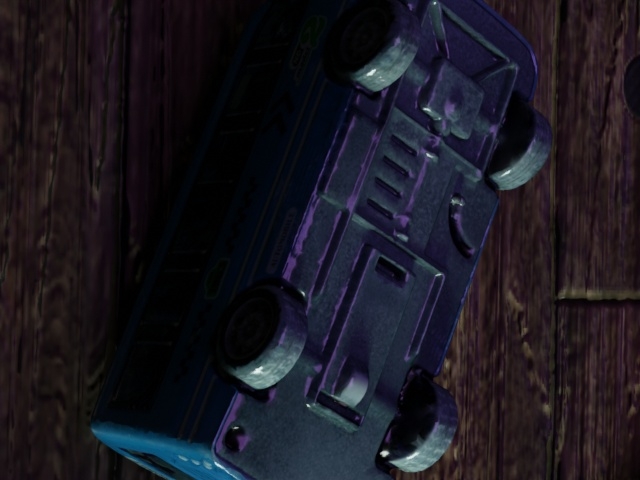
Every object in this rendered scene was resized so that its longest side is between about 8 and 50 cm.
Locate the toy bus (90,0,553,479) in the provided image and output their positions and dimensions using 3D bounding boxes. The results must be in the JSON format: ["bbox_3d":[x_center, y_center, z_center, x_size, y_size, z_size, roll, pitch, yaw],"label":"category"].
[{"bbox_3d":[0.000,0.000,0.874,0.113,0.134,0.246,32,70,-37],"label":"toy bus"}]
